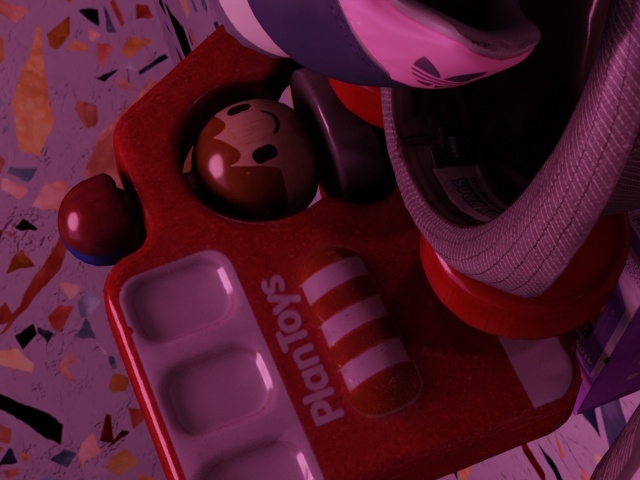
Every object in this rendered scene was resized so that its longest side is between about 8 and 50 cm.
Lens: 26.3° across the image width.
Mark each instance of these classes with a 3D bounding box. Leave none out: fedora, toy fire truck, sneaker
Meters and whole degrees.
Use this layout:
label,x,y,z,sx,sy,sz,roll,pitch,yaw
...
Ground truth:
label,x,y,z,sx,sy,sz,roll,pitch,yaw
fedora,0.116,-0.106,0.536,0.275,0.124,0.244,106,157,-46
toy fire truck,0.000,0.000,0.732,0.169,0.253,0.302,95,152,-62
sneaker,0.045,-0.201,0.412,0.131,0.112,0.319,28,120,49

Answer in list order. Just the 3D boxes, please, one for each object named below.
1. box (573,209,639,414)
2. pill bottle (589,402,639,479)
label,x,y,z,sx,sy,sz,roll,pitch,yaw
box,0.128,-0.063,0.821,0.201,0.057,0.293,95,153,-64
pill bottle,0.190,0.119,0.519,0.318,0.176,0.176,91,156,-64
